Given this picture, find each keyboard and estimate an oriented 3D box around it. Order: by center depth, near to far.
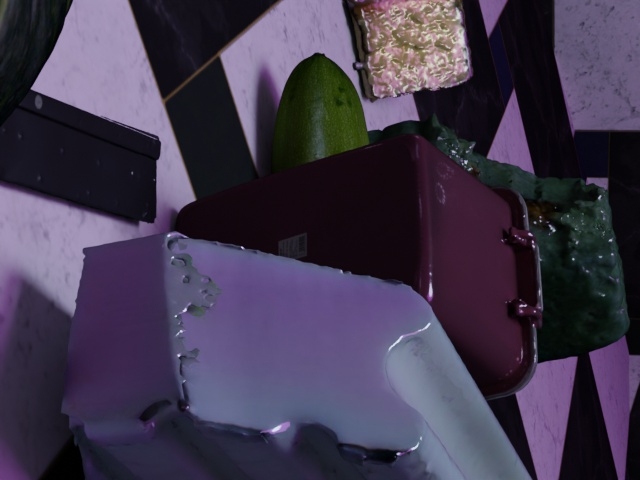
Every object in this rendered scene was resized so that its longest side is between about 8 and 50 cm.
[{"bbox_3d":[-0.180,-0.062,0.916,0.231,0.023,0.072,18,71,-67],"label":"keyboard"}]

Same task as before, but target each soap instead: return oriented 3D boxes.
[{"bbox_3d":[-0.006,0.169,0.930,0.446,0.261,0.156,55,32,-48],"label":"soap"}]

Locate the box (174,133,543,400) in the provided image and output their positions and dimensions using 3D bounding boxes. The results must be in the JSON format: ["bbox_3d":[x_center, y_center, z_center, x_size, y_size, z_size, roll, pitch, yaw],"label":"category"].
[{"bbox_3d":[0.019,0.038,1.046,0.167,0.294,0.193,37,45,-47],"label":"box"}]

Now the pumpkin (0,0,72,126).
[{"bbox_3d":[-0.228,-0.168,0.507,0.323,0.241,0.323,-5,90,-70],"label":"pumpkin"}]

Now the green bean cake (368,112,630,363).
[{"bbox_3d":[0.177,0.001,1.443,0.169,0.308,0.300,-80,154,-46],"label":"green bean cake"}]

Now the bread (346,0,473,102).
[{"bbox_3d":[0.101,-0.325,1.692,0.142,0.178,0.265,-157,-123,-76],"label":"bread"}]

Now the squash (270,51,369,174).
[{"bbox_3d":[0.000,0.000,1.256,0.107,0.107,0.394,44,42,-59],"label":"squash"}]
